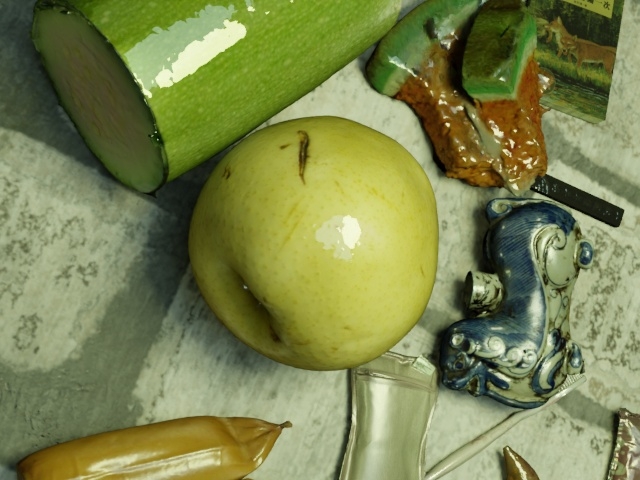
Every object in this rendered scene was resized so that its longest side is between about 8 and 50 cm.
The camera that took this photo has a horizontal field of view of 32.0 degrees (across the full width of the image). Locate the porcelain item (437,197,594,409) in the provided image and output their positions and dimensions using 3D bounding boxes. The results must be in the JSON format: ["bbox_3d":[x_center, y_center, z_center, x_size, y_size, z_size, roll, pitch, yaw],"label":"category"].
[{"bbox_3d":[0.261,0.081,1.521,0.186,0.138,0.288,8,84,-8],"label":"porcelain item"}]

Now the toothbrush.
[{"bbox_3d":[0.252,0.254,1.542,0.307,0.025,0.030,-28,86,-24],"label":"toothbrush"}]

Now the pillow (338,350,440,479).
[{"bbox_3d":[0.089,0.259,1.464,0.130,0.038,0.233,12,78,-19],"label":"pillow"}]

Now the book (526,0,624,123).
[{"bbox_3d":[0.371,-0.304,1.666,0.160,0.024,0.228,17,78,-18],"label":"book"}]

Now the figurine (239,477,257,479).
[{"bbox_3d":[-0.118,0.386,1.214,0.205,0.382,0.225,-28,71,17],"label":"figurine"}]

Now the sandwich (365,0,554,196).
[{"bbox_3d":[0.222,-0.201,1.516,0.250,0.162,0.301,-25,90,-19],"label":"sandwich"}]

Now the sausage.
[{"bbox_3d":[-0.188,0.263,1.309,0.328,0.112,0.112,-9,87,-23],"label":"sausage"}]

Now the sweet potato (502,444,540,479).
[{"bbox_3d":[0.300,0.379,1.530,0.065,0.051,0.219,-20,91,-21],"label":"sweet potato"}]

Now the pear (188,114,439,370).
[{"bbox_3d":[0.000,0.000,1.329,0.309,0.309,0.309,3,82,-22],"label":"pear"}]

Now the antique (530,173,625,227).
[{"bbox_3d":[0.365,-0.065,1.636,0.192,0.015,0.031,22,76,-19],"label":"antique"}]

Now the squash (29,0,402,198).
[{"bbox_3d":[-0.119,-0.261,1.327,0.384,0.263,0.263,-38,98,-22],"label":"squash"}]

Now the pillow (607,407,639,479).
[{"bbox_3d":[0.462,0.335,1.609,0.118,0.043,0.185,16,77,-23],"label":"pillow"}]
